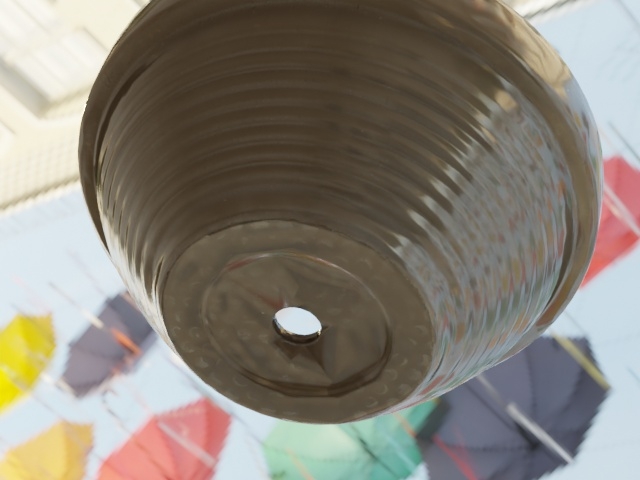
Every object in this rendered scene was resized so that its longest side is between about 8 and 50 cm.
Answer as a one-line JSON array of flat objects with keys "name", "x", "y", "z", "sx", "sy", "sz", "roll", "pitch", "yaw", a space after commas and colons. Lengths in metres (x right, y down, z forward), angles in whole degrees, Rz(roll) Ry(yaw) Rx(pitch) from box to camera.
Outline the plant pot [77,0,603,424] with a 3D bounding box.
[{"name": "plant pot", "x": 0.000, "y": 0.000, "z": 0.672, "sx": 0.237, "sy": 0.237, "sz": 0.109, "roll": -26, "pitch": -151, "yaw": 30}]
